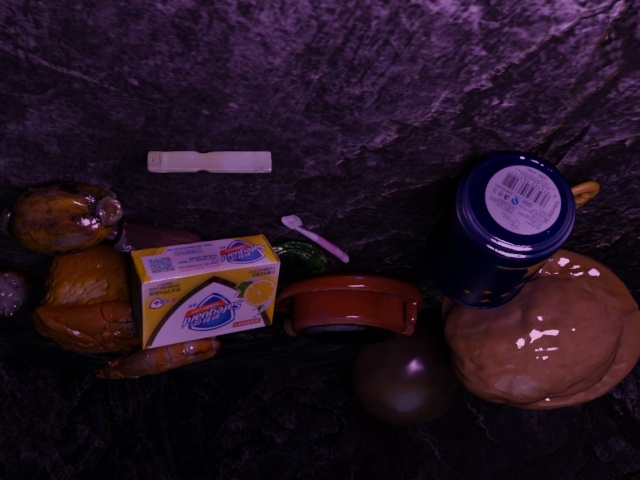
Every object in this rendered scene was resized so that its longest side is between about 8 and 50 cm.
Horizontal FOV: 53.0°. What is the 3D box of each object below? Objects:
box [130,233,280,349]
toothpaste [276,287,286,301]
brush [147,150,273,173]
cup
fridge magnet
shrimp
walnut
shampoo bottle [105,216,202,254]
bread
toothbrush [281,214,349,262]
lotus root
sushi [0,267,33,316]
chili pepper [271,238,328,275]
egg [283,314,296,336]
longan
[{"bbox_3d":[-0.219,0.094,1.223,0.265,0.097,0.168,-6,126,-26],"label":"box"},{"bbox_3d":[-0.170,0.140,1.681,0.179,0.043,0.037,12,157,-30],"label":"toothpaste"},{"bbox_3d":[-0.156,-0.111,0.914,0.179,0.033,0.030,1,176,2],"label":"brush"},{"bbox_3d":[0.291,-0.042,0.983,0.178,0.255,0.256,37,164,12],"label":"cup"},{"bbox_3d":[0.068,0.163,1.555,0.364,0.155,0.363,1,161,0],"label":"fridge magnet"},{"bbox_3d":[-0.342,0.251,1.369,0.287,0.062,0.152,-16,171,20],"label":"shrimp"},{"bbox_3d":[0.450,0.184,1.366,0.384,0.383,0.383,1,162,0],"label":"walnut"},{"bbox_3d":[-0.334,-0.006,1.191,0.237,0.068,0.067,14,-159,-36],"label":"shampoo bottle"},{"bbox_3d":[-0.424,0.146,1.441,0.399,0.215,0.398,0,162,0],"label":"bread"},{"bbox_3d":[0.000,0.000,1.272,0.025,0.020,0.286,-14,158,22],"label":"toothbrush"},{"bbox_3d":[-0.418,-0.034,1.024,0.210,0.120,0.120,-5,162,10],"label":"lotus root"},{"bbox_3d":[-0.811,0.119,1.506,0.124,0.129,0.332,-8,161,27],"label":"sushi"},{"bbox_3d":[-0.034,0.037,1.342,0.073,0.050,0.182,-1,161,28],"label":"chili pepper"},{"bbox_3d":[-0.083,0.263,2.023,0.071,0.071,0.083,-1,148,5],"label":"egg"},{"bbox_3d":[0.280,0.418,2.052,0.405,0.336,0.404,1,150,1],"label":"longan"}]
